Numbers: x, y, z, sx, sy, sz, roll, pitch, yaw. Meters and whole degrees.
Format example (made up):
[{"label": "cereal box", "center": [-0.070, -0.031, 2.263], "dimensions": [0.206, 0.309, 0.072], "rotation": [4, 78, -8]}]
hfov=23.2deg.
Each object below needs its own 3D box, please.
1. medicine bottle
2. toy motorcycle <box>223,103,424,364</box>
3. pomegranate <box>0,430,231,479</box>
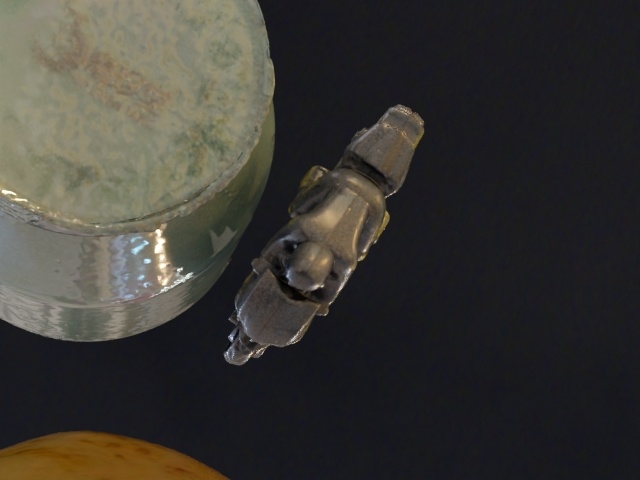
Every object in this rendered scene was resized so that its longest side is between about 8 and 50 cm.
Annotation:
[{"label": "medicine bottle", "center": [-0.144, -0.072, 0.991], "dimensions": [0.245, 0.245, 0.290], "rotation": [33, -15, -4]}, {"label": "toy motorcycle", "center": [0.000, 0.000, 0.959], "dimensions": [0.061, 0.124, 0.193], "rotation": [36, -90, -4]}, {"label": "pomegranate", "center": [-0.091, 0.241, 0.515], "dimensions": [0.410, 0.410, 0.410], "rotation": [9, -56, 13]}]
